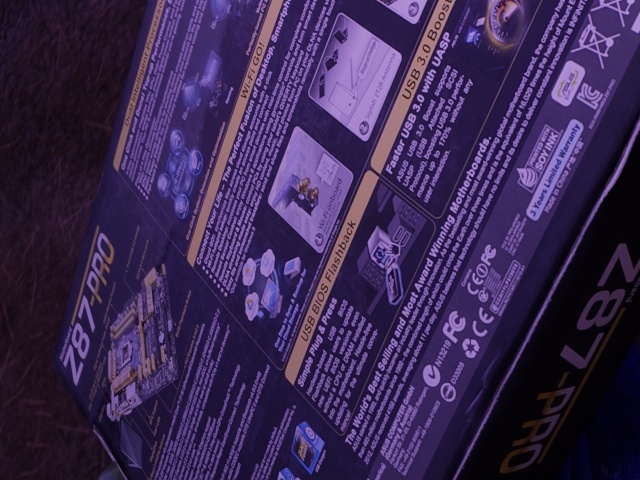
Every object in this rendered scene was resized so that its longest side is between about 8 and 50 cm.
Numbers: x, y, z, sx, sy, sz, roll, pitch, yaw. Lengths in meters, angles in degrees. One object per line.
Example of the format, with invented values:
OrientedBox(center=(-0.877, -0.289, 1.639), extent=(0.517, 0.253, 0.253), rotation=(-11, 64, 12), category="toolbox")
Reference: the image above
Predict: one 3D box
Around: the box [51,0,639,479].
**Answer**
OrientedBox(center=(0.000, 0.000, 0.532), extent=(0.318, 0.097, 0.395), rotation=(42, 122, 38), category="box")

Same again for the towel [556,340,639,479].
OrientedBox(center=(0.078, 0.145, 0.594), extent=(0.227, 0.076, 0.308), rotation=(-18, 64, 39), category="towel")

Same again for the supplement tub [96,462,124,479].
OrientedBox(center=(-0.076, 0.232, 0.685), extent=(0.117, 0.117, 0.190), rotation=(-43, 51, 26), category="supplement tub")
